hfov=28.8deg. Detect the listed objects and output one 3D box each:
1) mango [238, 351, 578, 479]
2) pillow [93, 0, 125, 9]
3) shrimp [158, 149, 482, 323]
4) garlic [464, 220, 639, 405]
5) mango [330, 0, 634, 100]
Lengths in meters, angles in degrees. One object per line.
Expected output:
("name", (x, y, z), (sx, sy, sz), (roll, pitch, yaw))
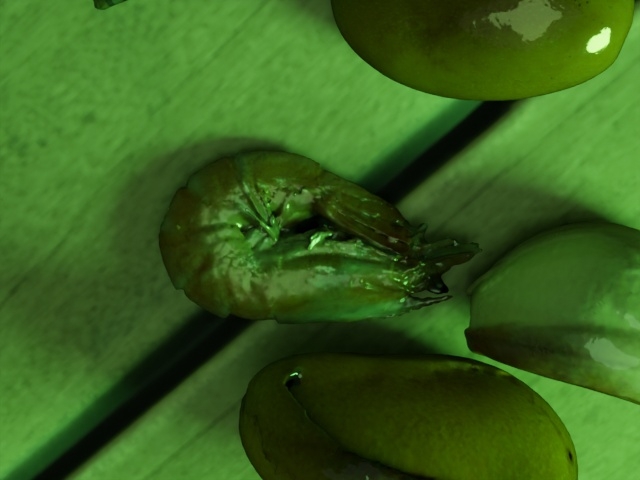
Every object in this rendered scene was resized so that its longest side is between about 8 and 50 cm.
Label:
("mango", (0.059, 0.143, 0.822), (0.236, 0.166, 0.136), (17, 105, -8))
("pillow", (-0.054, -0.219, 0.751), (0.203, 0.038, 0.113), (-14, 107, 4))
("shrimp", (0.000, 0.000, 0.828), (0.217, 0.051, 0.115), (3, 108, 0))
("garlic", (0.207, 0.065, 0.821), (0.207, 0.115, 0.128), (27, 101, -13))
("mango", (0.098, -0.135, 0.761), (0.184, 0.085, 0.102), (-1, 110, 5))
